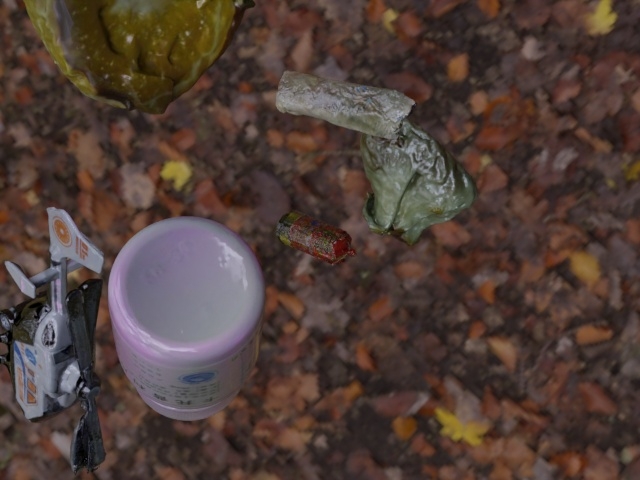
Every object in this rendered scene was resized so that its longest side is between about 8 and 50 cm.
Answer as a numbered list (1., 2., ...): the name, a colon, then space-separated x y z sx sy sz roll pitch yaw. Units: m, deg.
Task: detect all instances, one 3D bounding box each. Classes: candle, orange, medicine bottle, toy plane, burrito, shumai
1. candle: 0.000 0.000 1.790 0.131 0.052 0.052 24 131 43
2. orange: -0.204 -0.344 1.475 0.210 0.271 0.368 36 107 39
3. medicine bottle: -0.133 0.088 1.346 0.152 0.152 0.254 39 159 12
4. toy plane: -0.152 0.053 0.780 0.078 0.053 0.197 41 139 27
5. burrito: 0.025 -0.147 1.441 0.171 0.042 0.051 17 84 26
6. shumai: 0.097 -0.079 1.734 0.184 0.184 0.142 42 92 10
